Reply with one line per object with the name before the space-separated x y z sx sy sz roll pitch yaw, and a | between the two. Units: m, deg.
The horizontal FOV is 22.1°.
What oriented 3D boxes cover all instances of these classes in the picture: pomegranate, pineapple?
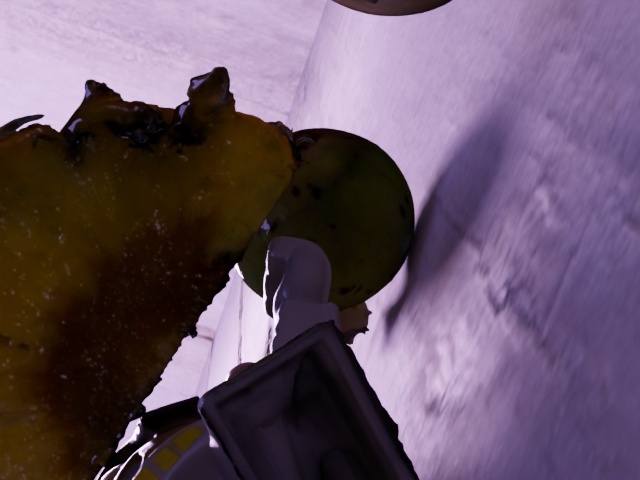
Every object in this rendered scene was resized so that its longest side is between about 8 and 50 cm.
pomegranate | -0.004 -0.006 1.005 0.130 0.130 0.130 -162 90 -84
pineapple | -0.148 0.027 0.853 0.334 0.161 0.158 -58 6 -12

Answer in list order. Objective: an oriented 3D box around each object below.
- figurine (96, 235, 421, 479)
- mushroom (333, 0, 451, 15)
figurine | -0.044 0.149 0.793 0.308 0.143 0.308 -53 4 5
mushroom | 0.055 -0.222 0.795 0.255 0.184 0.255 -165 90 -83
